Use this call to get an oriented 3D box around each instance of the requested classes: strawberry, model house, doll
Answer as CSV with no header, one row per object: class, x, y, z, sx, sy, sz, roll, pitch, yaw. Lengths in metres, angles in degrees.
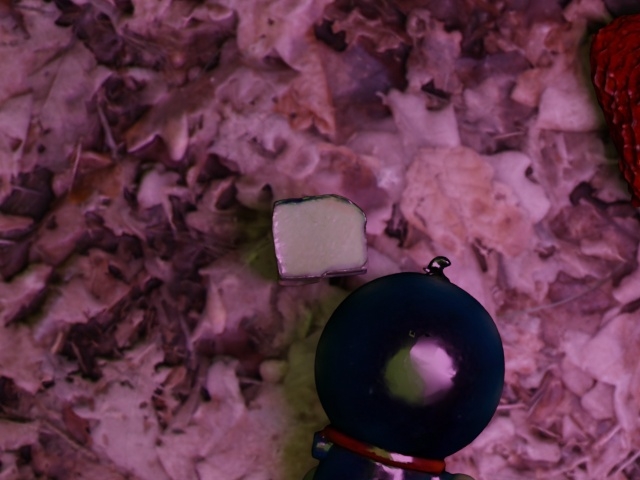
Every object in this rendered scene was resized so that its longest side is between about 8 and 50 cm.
strawberry,0.381,-0.141,1.820,0.205,0.205,0.244,-38,65,0
model house,0.000,0.000,1.849,0.100,0.100,0.088,-6,84,-1
doll,0.085,0.172,1.796,0.198,0.186,0.322,11,91,2
